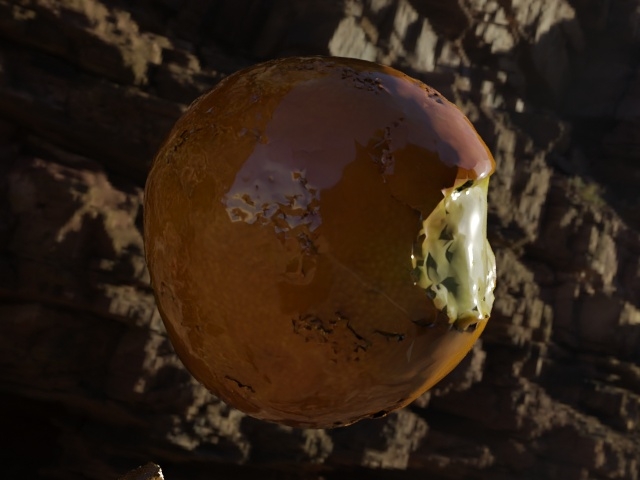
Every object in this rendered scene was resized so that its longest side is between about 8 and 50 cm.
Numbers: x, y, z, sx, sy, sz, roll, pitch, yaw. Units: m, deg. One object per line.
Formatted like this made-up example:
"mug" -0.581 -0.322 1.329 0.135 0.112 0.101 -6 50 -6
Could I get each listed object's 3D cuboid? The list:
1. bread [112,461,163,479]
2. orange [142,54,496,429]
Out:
"bread" -0.190 0.244 0.877 0.083 0.036 0.047 -26 -1 -43
"orange" 0.000 0.000 0.586 0.240 0.239 0.240 13 -11 3
